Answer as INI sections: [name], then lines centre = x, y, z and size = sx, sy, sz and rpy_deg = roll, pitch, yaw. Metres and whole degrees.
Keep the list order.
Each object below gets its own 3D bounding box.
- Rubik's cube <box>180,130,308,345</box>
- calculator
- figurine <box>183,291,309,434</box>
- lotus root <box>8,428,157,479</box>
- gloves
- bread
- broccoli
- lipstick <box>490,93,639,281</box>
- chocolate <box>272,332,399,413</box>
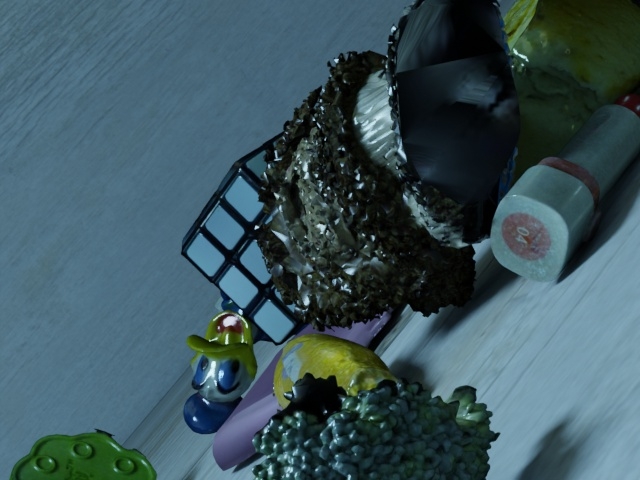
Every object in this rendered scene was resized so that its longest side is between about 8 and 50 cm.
[Rubik's cube]
centre = -0.024, -0.015, 1.619
size = 0.162, 0.163, 0.160
rpy_deg = -41, -8, -45
[calculator]
centre = -0.011, 0.126, 1.502
size = 0.194, 0.043, 0.294
rpy_deg = -51, 6, -38
[figurine]
centre = -0.057, 0.093, 1.842
size = 0.338, 0.204, 0.283
rpy_deg = -63, 16, -22
[lotus root]
centre = -0.286, 0.341, 1.756
size = 0.186, 0.186, 0.186
rpy_deg = -48, 4, 4
[gloves]
centre = 0.053, -0.041, 1.114
size = 0.135, 0.210, 0.312
rpy_deg = -22, -4, -29
[bread]
centre = 0.185, -0.121, 1.205
size = 0.186, 0.124, 0.257
rpy_deg = -54, 3, 18
[broccoli]
centre = 0.019, 0.140, 0.747
size = 0.204, 0.118, 0.122
rpy_deg = 104, 173, -64
[lipstick]
centre = 0.182, -0.049, 1.011
size = 0.186, 0.057, 0.063
rpy_deg = -45, -27, -41
[chocolate]
centre = 0.019, 0.108, 1.134
size = 0.085, 0.085, 0.219
rpy_deg = -49, 7, -11
